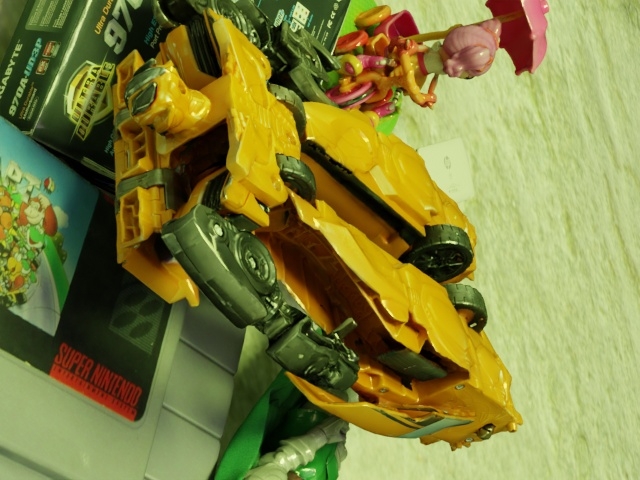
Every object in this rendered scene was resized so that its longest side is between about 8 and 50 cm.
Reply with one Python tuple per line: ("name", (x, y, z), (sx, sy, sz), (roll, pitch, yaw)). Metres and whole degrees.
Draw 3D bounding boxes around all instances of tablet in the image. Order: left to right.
("tablet", (0.107, -0.056, 0.931), (0.083, 0.006, 0.054), (-20, 98, -56))

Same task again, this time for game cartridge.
("game cartridge", (-0.168, 0.051, 0.457), (0.355, 0.068, 0.230), (41, 54, -43))

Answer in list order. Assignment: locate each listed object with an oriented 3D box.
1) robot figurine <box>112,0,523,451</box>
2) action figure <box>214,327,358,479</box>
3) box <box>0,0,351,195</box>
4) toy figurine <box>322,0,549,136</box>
("robot figurine", (0.000, 0.000, 0.558), (0.291, 0.085, 0.211), (35, 36, -44))
("action figure", (-0.013, 0.128, 0.610), (0.232, 0.063, 0.137), (-53, 146, -55))
("box", (-0.064, -0.124, 0.598), (0.175, 0.051, 0.220), (28, 79, -50))
("toy figurine", (0.078, -0.135, 0.773), (0.173, 0.159, 0.130), (-51, 123, -48))
